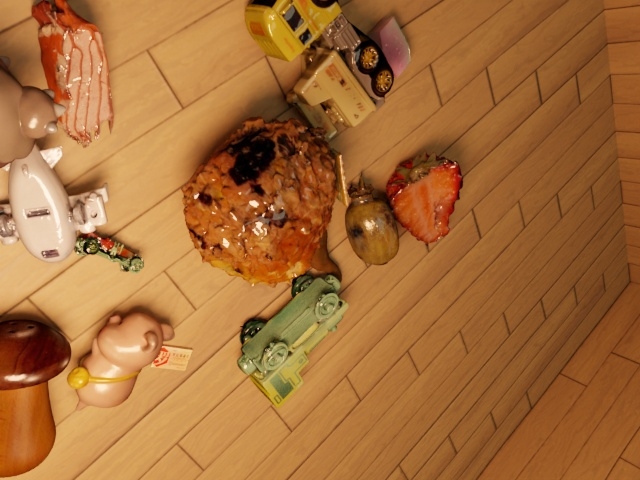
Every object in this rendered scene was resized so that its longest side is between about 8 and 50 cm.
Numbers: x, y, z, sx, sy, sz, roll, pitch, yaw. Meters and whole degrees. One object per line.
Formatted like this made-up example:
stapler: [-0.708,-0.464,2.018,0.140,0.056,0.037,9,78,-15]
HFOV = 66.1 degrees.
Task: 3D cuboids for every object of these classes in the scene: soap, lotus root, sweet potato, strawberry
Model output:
soap: [0.196,-0.535,1.384,0.100,0.056,0.149,-49,126,-11]
lotus root: [0.144,-0.052,1.431,0.154,0.154,0.278,-29,116,-27]
sweet potato: [-0.004,0.006,1.390,0.108,0.079,0.346,-39,128,-36]
strawberry: [0.329,-0.151,1.550,0.253,0.150,0.280,-46,130,7]

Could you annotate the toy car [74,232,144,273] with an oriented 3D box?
toy car: [-0.455,0.027,1.066,0.143,0.073,0.054,30,68,-38]

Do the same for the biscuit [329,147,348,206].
biscuit: [0.026,-0.179,1.264,0.016,0.231,0.139,-14,113,-10]

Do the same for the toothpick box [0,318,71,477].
toothpick box: [-0.604,0.303,0.974,0.192,0.192,0.294,-1,111,-36]

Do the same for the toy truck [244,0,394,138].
toy truck: [-0.003,-0.445,1.192,0.254,0.180,0.405,-49,130,-5]

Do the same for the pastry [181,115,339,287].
pastry: [-0.138,-0.085,1.113,0.337,0.292,0.405,-8,121,-62]

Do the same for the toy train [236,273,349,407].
toy train: [-0.062,0.264,1.389,0.369,0.150,0.237,-41,133,-19]

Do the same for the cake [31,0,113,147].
cake: [-0.463,-0.315,0.936,0.098,0.135,0.287,-32,131,-41]

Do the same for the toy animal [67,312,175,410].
toy animal: [-0.454,0.270,1.089,0.149,0.165,0.248,43,92,-12]

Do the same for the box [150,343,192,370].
box: [-0.376,0.295,1.241,0.093,0.015,0.058,19,90,-39]

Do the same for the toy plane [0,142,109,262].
toy plane: [-0.538,-0.075,0.950,0.244,0.117,0.245,-7,113,-17]

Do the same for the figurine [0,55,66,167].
figurine: [-0.618,-0.166,0.760,0.380,0.248,0.203,-45,155,-26]
